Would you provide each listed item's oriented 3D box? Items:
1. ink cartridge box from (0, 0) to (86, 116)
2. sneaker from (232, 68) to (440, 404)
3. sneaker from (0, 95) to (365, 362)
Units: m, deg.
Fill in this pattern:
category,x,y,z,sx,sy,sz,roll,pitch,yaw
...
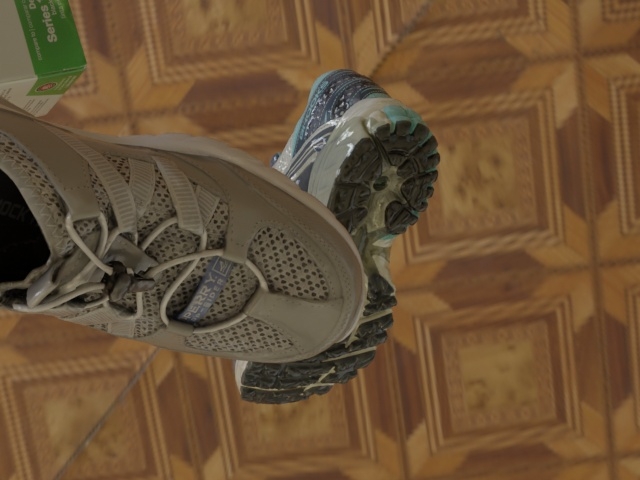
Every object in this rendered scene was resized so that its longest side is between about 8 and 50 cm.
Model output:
category,x,y,z,sx,sy,sz,roll,pitch,yaw
ink cartridge box,-0.329,-0.149,1.331,0.208,0.153,0.087,-14,85,-27
sneaker,0.000,0.000,1.154,0.110,0.122,0.283,4,125,-32
sneaker,-0.107,0.006,0.660,0.281,0.115,0.105,17,114,-21
